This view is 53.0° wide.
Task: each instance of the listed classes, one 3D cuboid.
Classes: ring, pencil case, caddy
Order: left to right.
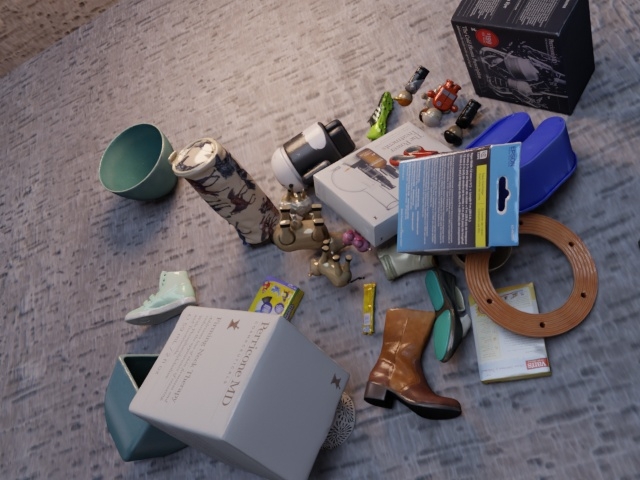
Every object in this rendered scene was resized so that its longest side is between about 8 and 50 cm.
[{"bbox_3d":[-0.293,-0.150,2.026,0.184,0.410,0.159,-13,50,26],"label":"pencil case"},{"bbox_3d":[0.536,-0.197,1.744,0.341,0.179,0.241,-40,37,-21],"label":"caddy"},{"bbox_3d":[0.534,0.085,1.638,0.337,0.032,0.336,1,67,-2],"label":"ring"}]

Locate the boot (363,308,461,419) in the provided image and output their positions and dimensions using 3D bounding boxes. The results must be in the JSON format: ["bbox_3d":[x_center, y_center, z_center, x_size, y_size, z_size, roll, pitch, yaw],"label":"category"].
[{"bbox_3d":[0.271,0.323,1.717,0.264,0.096,0.280,2,56,32],"label":"boot"}]

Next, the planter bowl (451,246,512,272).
[{"bbox_3d":[0.422,0.025,1.736,0.162,0.109,0.162,0,66,-1],"label":"planter bowl"}]

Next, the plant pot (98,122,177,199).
[{"bbox_3d":[-0.648,-0.263,2.397,0.290,0.195,0.290,-12,61,21],"label":"plant pot"}]

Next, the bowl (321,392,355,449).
[{"bbox_3d":[0.004,0.478,1.758,0.170,0.080,0.170,-12,60,21],"label":"bowl"}]

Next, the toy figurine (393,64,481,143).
[{"bbox_3d":[0.353,-0.409,1.951,0.209,0.213,0.148,42,105,39],"label":"toy figurine"}]

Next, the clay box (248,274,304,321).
[{"bbox_3d":[-0.158,0.229,1.983,0.127,0.053,0.222,19,75,34],"label":"clay box"}]

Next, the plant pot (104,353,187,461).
[{"bbox_3d":[-0.498,0.513,1.907,0.247,0.248,0.252,47,114,36],"label":"plant pot"}]

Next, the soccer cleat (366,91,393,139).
[{"bbox_3d":[0.193,-0.415,2.127,0.072,0.060,0.178,-2,65,41],"label":"soccer cleat"}]

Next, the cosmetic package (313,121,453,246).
[{"bbox_3d":[0.214,-0.176,1.886,0.377,0.097,0.284,-32,54,-21],"label":"cosmetic package"}]

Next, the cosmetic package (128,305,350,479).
[{"bbox_3d":[-0.206,0.397,1.679,0.394,0.327,0.329,-1,53,42],"label":"cosmetic package"}]

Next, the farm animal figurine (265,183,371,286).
[{"bbox_3d":[0.000,0.000,1.921,0.327,0.172,0.330,10,44,10],"label":"farm animal figurine"}]

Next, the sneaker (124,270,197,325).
[{"bbox_3d":[-0.548,0.190,2.177,0.256,0.094,0.151,-20,64,6],"label":"sneaker"}]

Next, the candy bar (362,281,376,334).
[{"bbox_3d":[0.140,0.198,1.866,0.040,0.018,0.161,-10,62,27],"label":"candy bar"}]

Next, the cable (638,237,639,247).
[{"bbox_3d":[0.860,0.052,1.535,0.140,0.072,0.287,-21,58,23],"label":"cable"}]

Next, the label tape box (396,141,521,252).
[{"bbox_3d":[0.359,-0.093,1.606,0.348,0.115,0.249,-4,80,43],"label":"label tape box"}]

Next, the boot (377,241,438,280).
[{"bbox_3d":[0.244,0.003,1.879,0.165,0.077,0.213,-21,58,20],"label":"boot"}]

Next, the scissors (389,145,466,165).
[{"bbox_3d":[0.316,-0.228,1.765,0.109,0.021,0.297,-34,28,-29],"label":"scissors"}]

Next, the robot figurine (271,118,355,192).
[{"bbox_3d":[-0.026,-0.274,2.101,0.278,0.209,0.173,-33,84,8],"label":"robot figurine"}]

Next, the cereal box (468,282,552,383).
[{"bbox_3d":[0.483,0.239,1.650,0.173,0.047,0.240,-13,61,21],"label":"cereal box"}]

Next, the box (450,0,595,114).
[{"bbox_3d":[0.580,-0.553,1.819,0.313,0.343,0.179,21,75,34],"label":"box"}]

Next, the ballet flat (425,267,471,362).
[{"bbox_3d":[0.347,0.195,1.706,0.096,0.095,0.280,11,54,-16],"label":"ballet flat"}]
